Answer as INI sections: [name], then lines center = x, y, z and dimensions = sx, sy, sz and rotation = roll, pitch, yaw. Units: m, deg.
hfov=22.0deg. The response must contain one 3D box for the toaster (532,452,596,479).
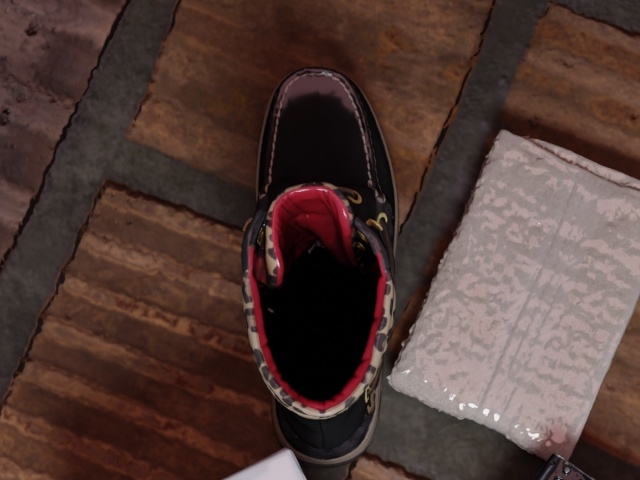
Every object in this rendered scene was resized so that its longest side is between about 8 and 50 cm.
[toaster]
center = 0.220, 0.307, 1.444
dimensions = 0.168, 0.110, 0.185
rotation = 35, 81, 10

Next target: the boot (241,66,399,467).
[boot]
center = 0.000, 0.000, 1.430
dimensions = 0.138, 0.284, 0.377
rotation = 2, 79, 2

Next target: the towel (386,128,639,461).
[towel]
center = 0.198, 0.047, 1.535
dimensions = 0.187, 0.049, 0.282
rotation = 24, 78, 9

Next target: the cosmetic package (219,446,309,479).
[cosmetic package]
center = -0.093, 0.290, 1.401
dimensions = 0.224, 0.224, 0.138
rotation = -26, 77, -3
